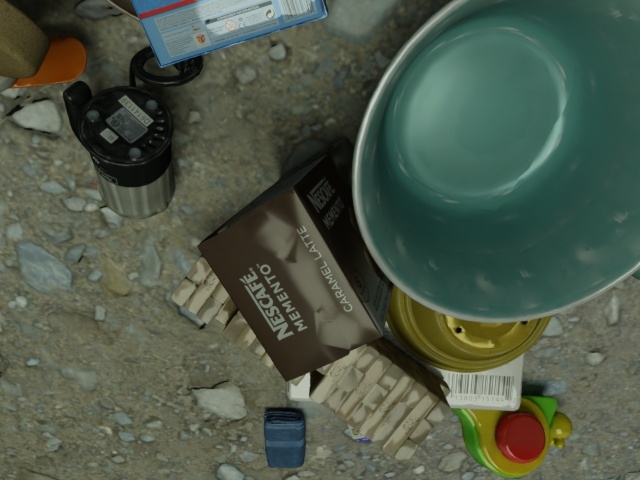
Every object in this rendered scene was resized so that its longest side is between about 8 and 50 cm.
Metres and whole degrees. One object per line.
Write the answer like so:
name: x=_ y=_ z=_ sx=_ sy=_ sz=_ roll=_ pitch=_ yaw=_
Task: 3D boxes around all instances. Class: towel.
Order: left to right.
towel: x=-0.057 y=0.319 z=0.927 sx=0.067 sy=0.029 sz=0.119 roll=2 pitch=124 yaw=1

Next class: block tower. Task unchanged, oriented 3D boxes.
block tower: x=-0.002 y=0.120 z=0.665 sx=0.335 sy=0.097 sz=0.091 roll=36 pitch=99 yaw=-6

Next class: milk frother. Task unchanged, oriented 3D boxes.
milk frother: x=-0.178 y=-0.116 z=0.601 sx=0.143 sy=0.129 sz=0.135 roll=-28 pitch=170 yaw=-21

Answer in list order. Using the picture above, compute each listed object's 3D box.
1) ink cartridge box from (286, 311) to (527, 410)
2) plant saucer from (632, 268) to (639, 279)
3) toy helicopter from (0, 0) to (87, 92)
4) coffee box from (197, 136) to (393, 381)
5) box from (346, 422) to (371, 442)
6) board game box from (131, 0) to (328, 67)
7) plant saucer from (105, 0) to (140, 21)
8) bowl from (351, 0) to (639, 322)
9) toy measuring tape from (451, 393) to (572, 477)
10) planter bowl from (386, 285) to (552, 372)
ink cartridge box: x=0.111 y=0.079 z=0.737 sx=0.296 sy=0.066 sz=0.261 roll=3 pitch=99 yaw=0
plant saucer: x=0.431 y=0.010 z=0.702 sx=0.119 sy=0.021 sz=0.119 roll=1 pitch=124 yaw=1
toy helicopter: x=-0.376 y=-0.199 z=0.496 sx=0.355 sy=0.235 sz=0.140 roll=15 pitch=85 yaw=24
coffee box: x=0.000 y=0.000 z=0.557 sx=0.098 sy=0.246 sz=0.141 roll=-28 pitch=100 yaw=19
box: x=0.076 y=0.257 z=0.882 sx=0.081 sy=0.028 sz=0.136 roll=-11 pitch=126 yaw=10
board game box: x=-0.099 y=-0.266 z=0.465 sx=0.160 sy=0.039 sz=0.211 roll=-13 pitch=123 yaw=10
plant saucer: x=-0.098 y=-0.328 z=0.475 sx=0.311 sy=0.050 sz=0.310 roll=1 pitch=125 yaw=2
bowl: x=0.171 y=-0.096 z=0.539 sx=0.312 sy=0.163 sz=0.311 roll=-3 pitch=119 yaw=-5
toy measuring tape: x=0.205 y=0.273 z=0.820 sx=0.330 sy=0.121 sz=0.121 roll=5 pitch=125 yaw=-10
planter bowl: x=0.180 y=0.064 z=0.655 sx=0.217 sy=0.090 sz=0.217 roll=0 pitch=99 yaw=0
